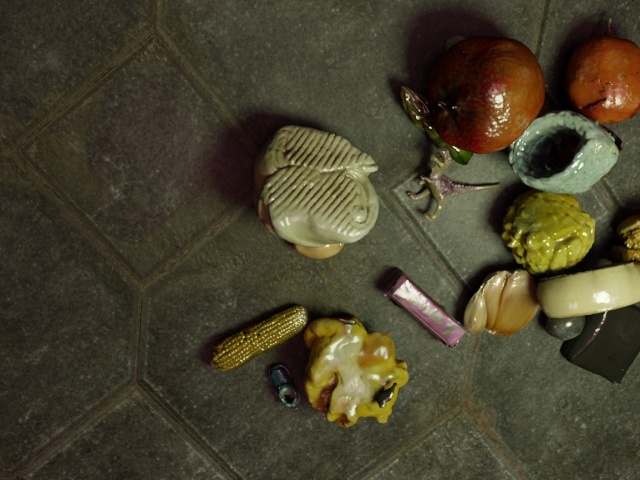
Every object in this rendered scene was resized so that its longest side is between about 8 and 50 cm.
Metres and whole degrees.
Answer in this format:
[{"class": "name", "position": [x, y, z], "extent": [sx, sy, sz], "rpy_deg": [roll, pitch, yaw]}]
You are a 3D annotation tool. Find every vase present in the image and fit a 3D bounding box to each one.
[{"class": "vase", "position": [0.696, 0.199, 1.955], "extent": [0.120, 0.120, 0.183], "rpy_deg": [-29, 90, 4]}]

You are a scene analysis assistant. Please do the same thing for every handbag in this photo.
[{"class": "handbag", "position": [0.879, 0.299, 2.007], "extent": [0.223, 0.080, 0.247], "rpy_deg": [25, 103, -11]}]

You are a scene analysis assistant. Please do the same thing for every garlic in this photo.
[{"class": "garlic", "position": [0.533, 0.169, 1.932], "extent": [0.217, 0.110, 0.228], "rpy_deg": [11, 116, -20]}]

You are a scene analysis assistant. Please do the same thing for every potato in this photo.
[{"class": "potato", "position": [-0.003, 0.001, 1.838], "extent": [0.146, 0.112, 0.112], "rpy_deg": [-1, 106, 2]}]

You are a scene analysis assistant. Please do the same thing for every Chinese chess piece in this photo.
[{"class": "Chinese chess piece", "position": [0.721, 0.130, 1.784], "extent": [0.269, 0.270, 0.112], "rpy_deg": [-12, 85, -1]}]

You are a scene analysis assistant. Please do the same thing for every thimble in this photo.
[{"class": "thimble", "position": [0.613, -0.224, 1.687], "extent": [0.171, 0.250, 0.205], "rpy_deg": [9, 81, -44]}]

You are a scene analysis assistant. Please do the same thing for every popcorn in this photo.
[{"class": "popcorn", "position": [0.617, -0.021, 1.819], "extent": [0.249, 0.249, 0.225], "rpy_deg": [-19, 140, 1]}, {"class": "popcorn", "position": [0.098, 0.366, 1.884], "extent": [0.297, 0.281, 0.316], "rpy_deg": [0, 71, -3]}]

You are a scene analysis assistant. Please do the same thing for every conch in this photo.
[{"class": "conch", "position": [0.369, -0.501, 1.753], "extent": [0.085, 0.057, 0.076], "rpy_deg": [2, 118, -5]}]

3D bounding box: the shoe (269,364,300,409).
[{"class": "shoe", "position": [-0.108, 0.435, 1.969], "extent": [0.063, 0.071, 0.143], "rpy_deg": [-25, 102, 2]}]

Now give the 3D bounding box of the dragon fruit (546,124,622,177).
[{"class": "dragon fruit", "position": [0.717, -0.231, 1.807], "extent": [0.172, 0.160, 0.166], "rpy_deg": [-48, 146, 13]}]

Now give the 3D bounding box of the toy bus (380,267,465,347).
[{"class": "toy bus", "position": [0.300, 0.201, 1.919], "extent": [0.274, 0.112, 0.090], "rpy_deg": [40, 91, -14]}]

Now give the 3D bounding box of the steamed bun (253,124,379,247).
[{"class": "steamed bun", "position": [-0.022, -0.123, 1.737], "extent": [0.324, 0.219, 0.310], "rpy_deg": [8, 67, -11]}]

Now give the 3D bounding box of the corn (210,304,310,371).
[{"class": "corn", "position": [-0.176, 0.282, 1.913], "extent": [0.319, 0.097, 0.097], "rpy_deg": [-28, 106, 1]}]

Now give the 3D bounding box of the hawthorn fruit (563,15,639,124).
[{"class": "hawthorn fruit", "position": [0.743, -0.445, 1.731], "extent": [0.211, 0.211, 0.299], "rpy_deg": [6, 88, -6]}]

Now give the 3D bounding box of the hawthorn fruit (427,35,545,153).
[{"class": "hawthorn fruit", "position": [0.440, -0.374, 1.684], "extent": [0.368, 0.284, 0.285], "rpy_deg": [-21, 112, -43]}]

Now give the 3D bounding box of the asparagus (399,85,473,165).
[{"class": "asparagus", "position": [0.303, -0.312, 1.787], "extent": [0.080, 0.080, 0.287], "rpy_deg": [-45, 117, 8]}]

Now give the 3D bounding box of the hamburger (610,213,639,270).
[{"class": "hamburger", "position": [0.944, 0.014, 1.862], "extent": [0.244, 0.244, 0.163], "rpy_deg": [6, 89, -6]}]

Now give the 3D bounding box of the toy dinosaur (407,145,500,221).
[{"class": "toy dinosaur", "position": [0.357, -0.144, 1.836], "extent": [0.251, 0.072, 0.200], "rpy_deg": [35, 112, -26]}]
